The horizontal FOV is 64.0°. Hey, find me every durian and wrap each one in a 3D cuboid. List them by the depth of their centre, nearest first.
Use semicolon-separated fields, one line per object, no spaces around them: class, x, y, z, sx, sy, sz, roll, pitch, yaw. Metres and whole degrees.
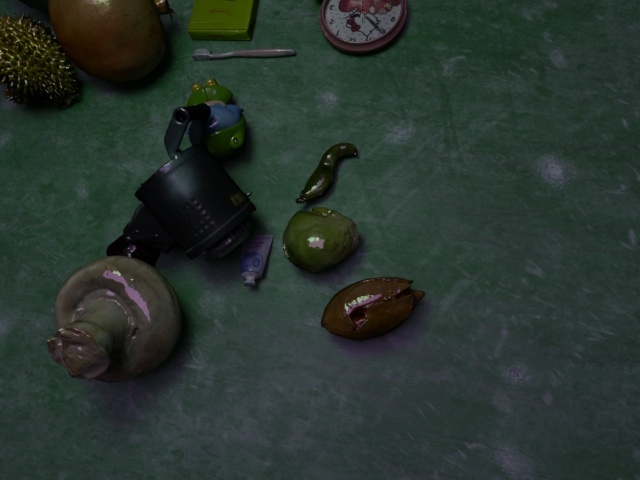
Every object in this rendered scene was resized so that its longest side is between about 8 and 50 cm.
durian;-0.833;-0.510;1.450;0.258;0.258;0.293;-45;78;-4

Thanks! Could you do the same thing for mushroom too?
mushroom;-0.474;0.184;1.160;0.298;0.290;0.297;0;94;4

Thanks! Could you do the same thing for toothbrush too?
toothbrush;-0.220;-0.536;1.458;0.308;0.025;0.029;2;67;11

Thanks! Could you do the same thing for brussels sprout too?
brussels sprout;-0.003;0.006;1.223;0.183;0.131;0.145;9;55;13

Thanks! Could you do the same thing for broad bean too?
broad bean;0.011;-0.170;1.306;0.070;0.048;0.213;37;81;18

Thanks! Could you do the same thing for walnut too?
walnut;0.118;0.152;1.162;0.246;0.137;0.137;-17;73;-5

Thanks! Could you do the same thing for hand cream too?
hand cream;-0.168;0.047;1.282;0.084;0.053;0.142;0;65;11

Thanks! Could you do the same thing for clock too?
clock;0.116;-0.624;1.408;0.245;0.056;0.244;-2;75;8

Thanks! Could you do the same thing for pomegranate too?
pomegranate;-0.560;-0.596;1.403;0.320;0.319;0.318;-3;75;9

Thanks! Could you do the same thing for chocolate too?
chocolate;-0.492;0.025;1.324;0.125;0.080;0.148;18;80;13

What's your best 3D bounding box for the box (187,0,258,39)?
box;-0.270;-0.748;1.514;0.187;0.047;0.334;5;75;11

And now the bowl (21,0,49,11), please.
bowl;-0.787;-0.831;1.553;0.354;0.185;0.353;-3;74;9

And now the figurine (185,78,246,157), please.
figurine;-0.283;-0.327;1.361;0.162;0.143;0.263;-17;56;-5

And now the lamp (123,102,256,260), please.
lamp;-0.282;-0.094;1.220;0.272;0.205;0.374;33;109;-6
